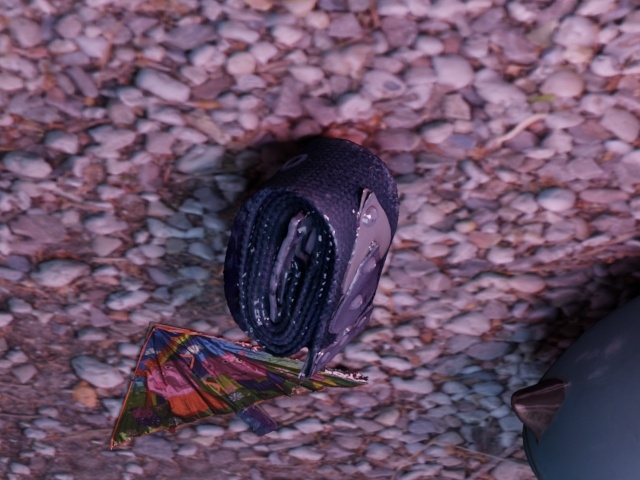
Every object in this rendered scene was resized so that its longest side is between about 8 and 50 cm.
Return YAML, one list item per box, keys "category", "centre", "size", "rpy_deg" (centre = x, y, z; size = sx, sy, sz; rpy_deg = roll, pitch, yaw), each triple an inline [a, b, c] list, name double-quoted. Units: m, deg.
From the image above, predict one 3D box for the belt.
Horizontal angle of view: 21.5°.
- category: "belt"
  centre: [0.000, 0.000, 1.479]
  size: [0.122, 0.128, 0.218]
  rpy_deg: [36, 143, 16]

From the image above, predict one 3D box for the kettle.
- category: "kettle"
  centre: [0.366, 0.175, 1.605]
  size: [0.319, 0.247, 0.342]
  rpy_deg: [26, 146, -29]

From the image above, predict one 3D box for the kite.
- category: "kite"
  centre: [-0.120, 0.151, 1.762]
  size: [0.321, 0.016, 0.234]
  rpy_deg: [-17, 139, 23]
